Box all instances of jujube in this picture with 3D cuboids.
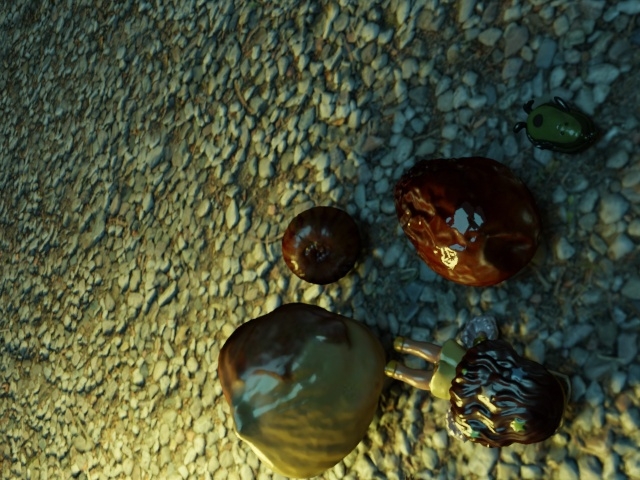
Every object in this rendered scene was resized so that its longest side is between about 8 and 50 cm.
[{"bbox_3d":[0.189,-0.038,1.069,0.168,0.168,0.236,-63,33,12],"label":"jujube"}]

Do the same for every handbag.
[{"bbox_3d":[0.315,-0.148,1.037,0.111,0.047,0.072,29,101,45],"label":"handbag"}]

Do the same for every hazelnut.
[{"bbox_3d":[-0.037,0.216,1.153,0.261,0.241,0.261,9,108,28],"label":"hazelnut"}]

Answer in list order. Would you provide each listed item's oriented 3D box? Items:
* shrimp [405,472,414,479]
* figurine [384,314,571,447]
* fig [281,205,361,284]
[{"bbox_3d":[0.135,0.367,1.096,0.029,0.038,0.092,-16,61,-7],"label":"shrimp"},{"bbox_3d":[0.201,0.184,1.020,0.240,0.115,0.175,15,90,44],"label":"figurine"},{"bbox_3d":[-0.005,0.010,1.257,0.150,0.128,0.128,152,121,-66],"label":"fig"}]
